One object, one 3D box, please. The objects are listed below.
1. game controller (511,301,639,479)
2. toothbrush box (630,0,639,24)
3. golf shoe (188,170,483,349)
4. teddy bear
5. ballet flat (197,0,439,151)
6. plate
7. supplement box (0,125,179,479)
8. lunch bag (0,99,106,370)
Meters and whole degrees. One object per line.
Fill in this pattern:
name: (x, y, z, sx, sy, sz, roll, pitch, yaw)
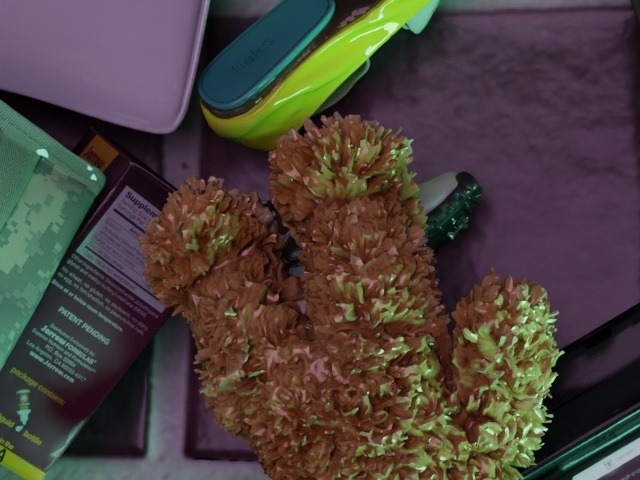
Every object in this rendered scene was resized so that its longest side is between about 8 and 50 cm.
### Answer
game controller: (0.176, 0.137, 0.933, 0.319, 0.067, 0.166, -31, 90, 5)
toothbrush box: (0.305, -0.201, 0.912, 0.283, 0.122, 0.206, -22, 87, 9)
golf shoe: (0.000, 0.000, 0.978, 0.198, 0.077, 0.094, -32, 75, 3)
teddy bear: (0.020, 0.098, 0.866, 0.245, 0.113, 0.338, -9, 83, 10)
ballet flat: (0.024, -0.141, 0.999, 0.231, 0.077, 0.077, -43, 47, 1)
plate: (-0.163, -0.225, 1.038, 0.277, 0.045, 0.278, 15, 93, 26)
supplement box: (-0.153, 0.036, 0.977, 0.081, 0.104, 0.188, 38, 89, -27)
lunch bag: (-0.297, -0.014, 0.857, 0.287, 0.169, 0.235, 38, 64, -26)
